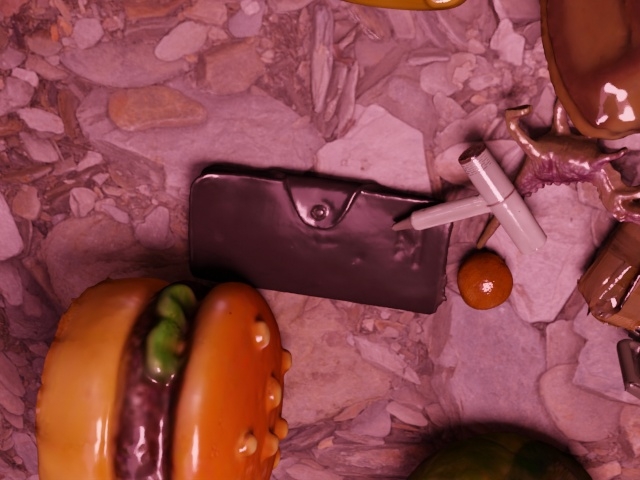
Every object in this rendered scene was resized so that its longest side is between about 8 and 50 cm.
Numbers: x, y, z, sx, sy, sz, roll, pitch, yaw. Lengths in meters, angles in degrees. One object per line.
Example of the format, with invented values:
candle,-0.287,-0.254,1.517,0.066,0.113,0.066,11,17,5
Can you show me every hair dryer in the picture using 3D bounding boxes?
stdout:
hair dryer,0.180,-0.024,1.182,0.183,0.044,0.155,-28,106,33

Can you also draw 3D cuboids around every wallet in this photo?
wallet,0.000,0.000,1.274,0.377,0.051,0.197,9,122,5

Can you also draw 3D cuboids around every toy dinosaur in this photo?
toy dinosaur,0.285,-0.083,1.143,0.251,0.072,0.200,-10,110,28

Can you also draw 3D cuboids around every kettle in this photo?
kettle,0.471,0.182,1.220,0.098,0.148,0.127,-24,112,25

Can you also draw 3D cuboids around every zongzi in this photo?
zongzi,0.461,0.039,1.175,0.197,0.099,0.195,18,117,-14

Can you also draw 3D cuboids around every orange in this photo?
orange,0.226,0.057,1.246,0.085,0.085,0.085,5,121,9

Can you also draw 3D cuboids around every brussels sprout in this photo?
brussels sprout,0.288,0.448,1.329,0.355,0.289,0.281,51,121,15

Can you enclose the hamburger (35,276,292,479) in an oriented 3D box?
hamburger,-0.193,0.235,1.256,0.277,0.396,0.396,4,121,11

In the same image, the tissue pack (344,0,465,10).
tissue pack,0.088,-0.326,1.020,0.178,0.127,0.123,7,114,7

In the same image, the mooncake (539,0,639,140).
mooncake,0.426,-0.242,0.874,0.393,0.246,0.394,41,119,18
